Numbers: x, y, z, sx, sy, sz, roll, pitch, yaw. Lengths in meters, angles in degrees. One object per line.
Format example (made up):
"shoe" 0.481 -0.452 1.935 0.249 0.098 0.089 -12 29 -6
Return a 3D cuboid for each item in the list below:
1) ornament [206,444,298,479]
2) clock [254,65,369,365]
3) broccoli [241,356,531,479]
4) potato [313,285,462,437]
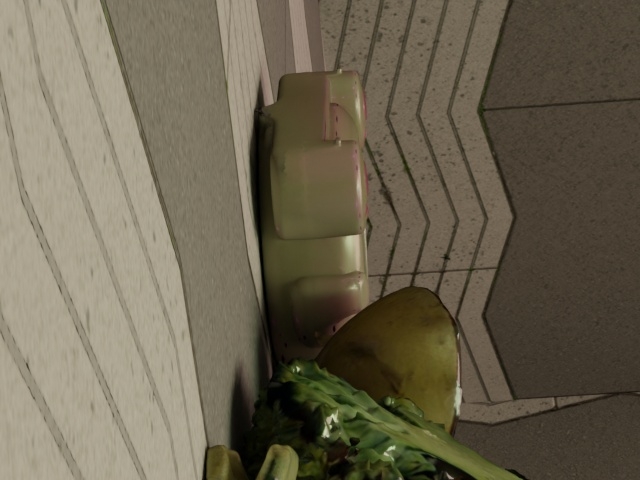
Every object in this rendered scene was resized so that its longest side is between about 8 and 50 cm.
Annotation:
"ornament" -0.044 0.247 1.168 0.180 0.059 0.201 79 10 -75
"clock" 0.000 0.000 1.766 0.284 0.114 0.309 -91 178 -64
"broccoli" 0.044 0.231 1.363 0.180 0.273 0.242 -61 -178 10
"potato" 0.021 0.176 1.575 0.239 0.116 0.299 -120 -133 -62
